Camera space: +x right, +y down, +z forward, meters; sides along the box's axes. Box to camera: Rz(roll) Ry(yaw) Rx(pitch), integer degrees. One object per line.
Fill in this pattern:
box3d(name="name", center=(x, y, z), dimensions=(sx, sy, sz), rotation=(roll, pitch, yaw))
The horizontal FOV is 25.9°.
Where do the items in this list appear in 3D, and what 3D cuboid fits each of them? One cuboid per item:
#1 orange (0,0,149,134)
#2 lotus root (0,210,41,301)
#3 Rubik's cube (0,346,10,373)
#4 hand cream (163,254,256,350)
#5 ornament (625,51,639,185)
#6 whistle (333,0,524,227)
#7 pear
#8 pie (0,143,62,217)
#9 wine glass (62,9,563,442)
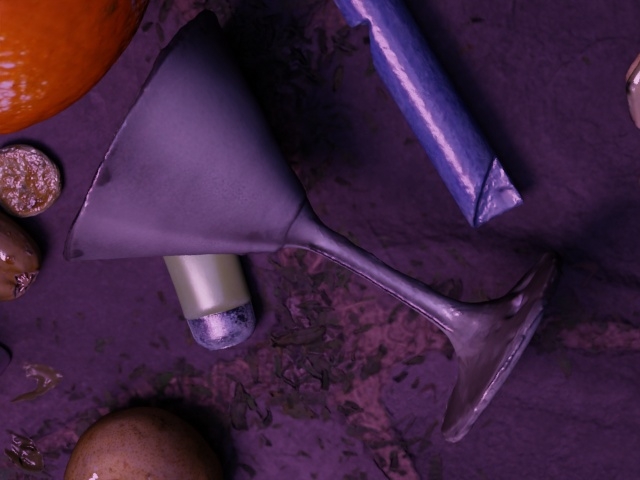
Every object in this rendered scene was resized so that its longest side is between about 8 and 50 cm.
box3d(name="orange", center=(-0.324, -0.303, 1.210), dimensions=(0.424, 0.326, 0.424), rotation=(24, 141, 22))
box3d(name="lotus root", center=(-0.378, -0.006, 1.456), dimensions=(0.183, 0.077, 0.090), rotation=(28, 102, -3))
box3d(name="Rubik's cube", center=(-0.569, 0.184, 1.421), dimensions=(0.322, 0.319, 0.316), rotation=(37, 109, -4))
box3d(name="hand cream", center=(-0.119, 0.026, 1.440), dimensions=(0.095, 0.046, 0.175), rotation=(-16, 96, 8))
box3d(name="ornament", center=(0.386, -0.100, 1.311), dimensions=(0.180, 0.059, 0.201), rotation=(-10, 108, 12))
box3d(name="whistle", center=(0.095, -0.150, 1.339), dimensions=(0.062, 0.062, 0.304), rotation=(-29, 100, 17))
box3d(name="pear", center=(-0.190, 0.256, 1.476), dimensions=(0.167, 0.136, 0.167), rotation=(3, 105, 12))
box3d(name="pie", center=(-0.309, -0.064, 1.457), dimensions=(0.084, 0.021, 0.084), rotation=(4, 108, 13))
box3d(name="wine glass", center=(0.000, 0.000, 1.299), dimensions=(0.406, 0.267, 0.267), rotation=(31, 109, -2))
